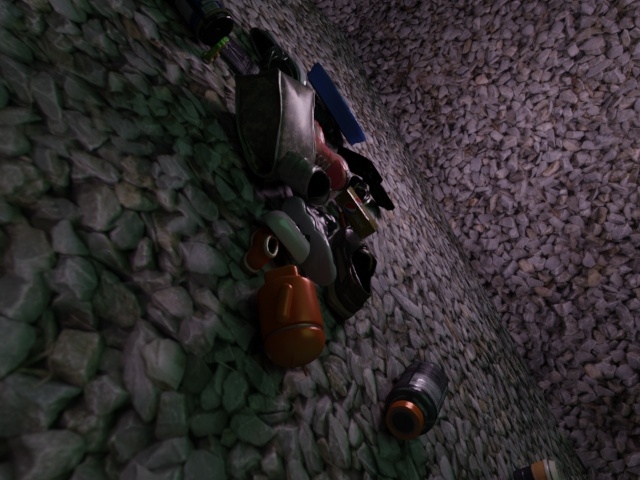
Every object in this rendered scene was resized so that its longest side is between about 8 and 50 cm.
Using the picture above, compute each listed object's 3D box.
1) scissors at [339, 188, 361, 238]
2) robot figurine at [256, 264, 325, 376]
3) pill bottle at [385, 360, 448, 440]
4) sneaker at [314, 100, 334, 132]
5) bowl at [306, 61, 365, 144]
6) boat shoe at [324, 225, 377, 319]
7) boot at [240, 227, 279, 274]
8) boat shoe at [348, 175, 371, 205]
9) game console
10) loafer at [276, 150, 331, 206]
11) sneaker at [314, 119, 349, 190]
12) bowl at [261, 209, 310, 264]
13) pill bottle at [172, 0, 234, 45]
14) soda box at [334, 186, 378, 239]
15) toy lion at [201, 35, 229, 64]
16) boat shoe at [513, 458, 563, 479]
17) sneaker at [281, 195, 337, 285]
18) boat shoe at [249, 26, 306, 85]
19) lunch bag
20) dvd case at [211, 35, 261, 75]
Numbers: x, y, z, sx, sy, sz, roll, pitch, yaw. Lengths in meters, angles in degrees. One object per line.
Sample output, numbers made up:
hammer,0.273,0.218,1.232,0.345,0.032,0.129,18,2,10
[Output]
scissors,0.093,-0.126,1.563,0.109,0.021,0.297,29,39,-41
robot figurine,-0.062,0.159,0.859,0.128,0.158,0.219,7,52,-30
pill bottle,0.247,0.417,1.104,0.130,0.130,0.246,61,27,8
sneaker,-0.002,-0.530,1.819,0.076,0.065,0.166,-10,63,-50
bowl,0.068,-0.590,1.867,0.391,0.077,0.391,55,10,-14
boat shoe,0.104,0.074,1.235,0.132,0.130,0.355,43,29,-27
boot,-0.123,0.009,0.971,0.059,0.085,0.158,44,27,-20
boat shoe,0.145,-0.188,1.653,0.079,0.084,0.233,51,19,-21
game console,0.202,-0.248,1.776,0.213,0.044,0.361,39,-6,45
loafer,-0.023,-0.154,1.219,0.111,0.112,0.319,31,1,19
sneaker,-0.023,-0.297,1.486,0.136,0.116,0.313,-14,66,-52
bowl,-0.080,-0.016,1.037,0.142,0.053,0.142,54,-5,-17
pill bottle,-0.375,-0.723,1.293,0.219,0.123,0.123,54,26,2
soda box,0.129,-0.098,1.506,0.181,0.061,0.058,54,26,-8
toy lion,-0.312,-0.583,1.284,0.034,0.096,0.100,46,28,-22
boat shoe,0.756,0.970,1.358,0.187,0.156,0.500,4,69,-65
sneaker,0.000,0.000,1.168,0.153,0.101,0.268,6,53,-55
boat shoe,-0.181,-0.692,1.638,0.119,0.121,0.335,-3,52,-52
lunch bag,-0.123,-0.308,1.213,0.235,0.169,0.286,-12,101,-66
dvd case,-0.300,-0.641,1.459,0.221,0.018,0.164,43,31,-29
